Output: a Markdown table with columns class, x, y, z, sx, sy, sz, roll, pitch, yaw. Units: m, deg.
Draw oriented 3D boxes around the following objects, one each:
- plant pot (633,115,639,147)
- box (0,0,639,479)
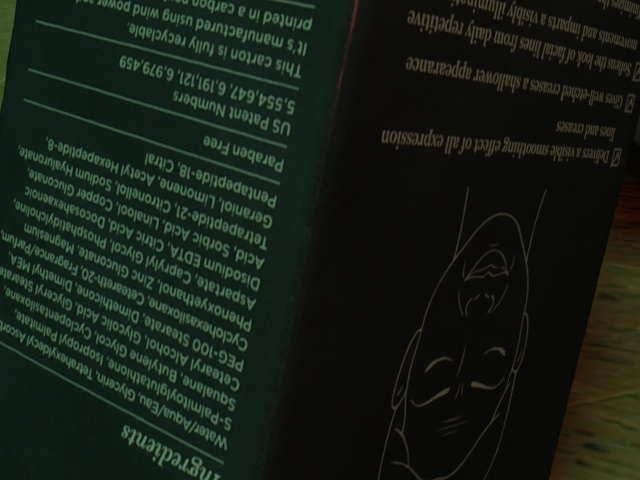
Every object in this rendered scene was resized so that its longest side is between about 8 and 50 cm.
| class | x | y | z | sx | sy | sz | roll | pitch | yaw |
| --- | --- | --- | --- | --- | --- | --- | --- | --- | --- |
| plant pot | 0.298 | -0.145 | 0.833 | 0.195 | 0.290 | 0.290 | -49 | 41 | 14 |
| box | 0.000 | 0.000 | 0.618 | 0.212 | 0.395 | 0.293 | 19 | 12 | 36 |
